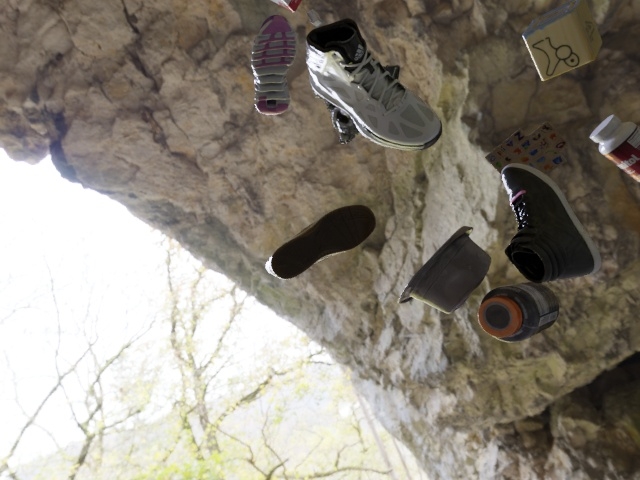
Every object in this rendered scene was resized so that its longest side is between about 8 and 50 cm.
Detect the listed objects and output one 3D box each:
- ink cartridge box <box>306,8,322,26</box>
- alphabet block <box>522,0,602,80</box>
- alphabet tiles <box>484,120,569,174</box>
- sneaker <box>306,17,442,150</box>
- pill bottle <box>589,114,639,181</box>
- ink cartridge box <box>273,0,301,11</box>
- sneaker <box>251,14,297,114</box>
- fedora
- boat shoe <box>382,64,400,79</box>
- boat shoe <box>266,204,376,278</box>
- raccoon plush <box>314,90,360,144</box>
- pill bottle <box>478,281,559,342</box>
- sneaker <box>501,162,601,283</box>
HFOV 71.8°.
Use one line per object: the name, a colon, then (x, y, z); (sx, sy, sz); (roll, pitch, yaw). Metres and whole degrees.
ink cartridge box: (-0.025, -0.893, 1.772); (0.028, 0.048, 0.083); (-25, 7, 22)
alphabet block: (0.900, -0.750, 1.645); (0.193, 0.197, 0.193); (-11, 30, 49)
alphabet tiles: (0.767, -0.314, 1.627); (0.237, 0.198, 0.009); (-43, 3, 34)
sneaker: (0.126, -0.413, 1.178); (0.169, 0.448, 0.257); (-53, -15, -2)
pill bottle: (0.688, -0.208, 0.986); (0.086, 0.152, 0.086); (-49, -6, -6)
ink cartridge box: (-0.108, -0.566, 0.950); (0.056, 0.099, 0.135); (-56, -24, 13)
sneaker: (-0.112, -0.400, 0.991); (0.095, 0.104, 0.236); (-4, -30, -13)
fedora: (0.329, 0.092, 1.105); (0.276, 0.124, 0.243); (-36, -24, -37)
boat shoe: (0.247, -0.504, 1.574); (0.079, 0.254, 0.095); (-1, -15, 20)
boat shoe: (0.000, 0.000, 1.107); (0.303, 0.109, 0.098); (-31, 8, -18)
raccoon plush: (0.164, -0.575, 1.921); (0.216, 0.298, 0.446); (-22, 1, 30)
pill bottle: (0.460, 0.167, 1.041); (0.246, 0.130, 0.130); (1, -34, -48)
sneaker: (0.443, -0.039, 0.938); (0.147, 0.295, 0.104); (-17, -25, -17)
